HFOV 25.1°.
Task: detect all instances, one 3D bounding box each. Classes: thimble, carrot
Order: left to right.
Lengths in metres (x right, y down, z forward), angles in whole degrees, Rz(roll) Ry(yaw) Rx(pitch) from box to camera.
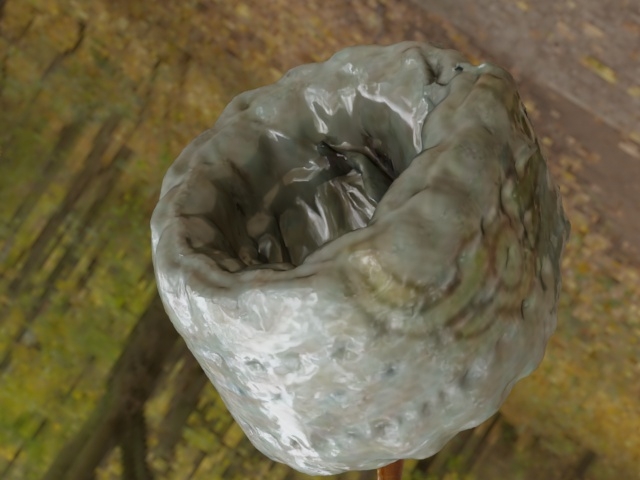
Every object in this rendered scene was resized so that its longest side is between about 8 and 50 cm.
[{"bbox_3d":[0.033,0.007,1.016,0.291,0.291,0.195,29,153,50],"label":"thimble"},{"bbox_3d":[0.124,0.340,2.354,0.066,0.271,0.062,45,134,-17],"label":"carrot"}]

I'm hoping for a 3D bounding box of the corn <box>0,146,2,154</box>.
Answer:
[{"bbox_3d":[-0.605,-0.068,1.928,0.120,0.363,0.120,57,164,26],"label":"corn"}]
